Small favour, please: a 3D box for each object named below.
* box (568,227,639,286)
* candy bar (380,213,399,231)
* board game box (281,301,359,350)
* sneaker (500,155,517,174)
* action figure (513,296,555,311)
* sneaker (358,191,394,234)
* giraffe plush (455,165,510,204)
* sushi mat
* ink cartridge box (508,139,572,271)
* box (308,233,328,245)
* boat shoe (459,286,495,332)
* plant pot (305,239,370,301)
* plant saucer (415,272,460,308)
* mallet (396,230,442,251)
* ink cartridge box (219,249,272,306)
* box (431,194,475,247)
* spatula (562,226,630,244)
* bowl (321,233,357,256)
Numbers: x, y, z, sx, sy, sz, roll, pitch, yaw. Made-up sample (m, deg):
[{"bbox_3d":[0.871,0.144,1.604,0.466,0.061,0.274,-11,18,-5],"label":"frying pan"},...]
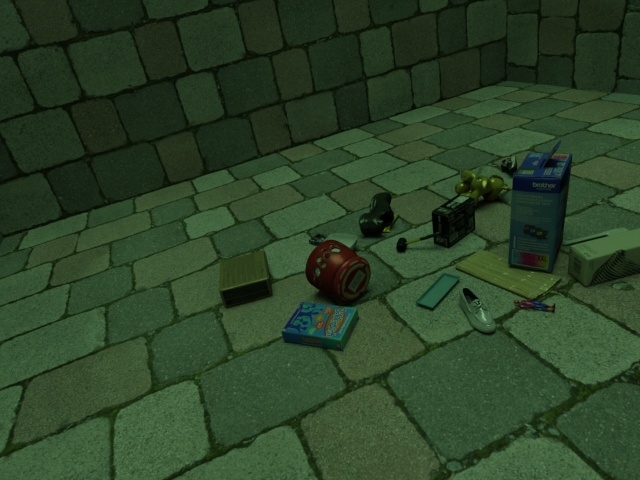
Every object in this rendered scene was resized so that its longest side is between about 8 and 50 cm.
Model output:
[{"bbox_3d":[0.949,0.050,1.444,0.275,0.113,0.094,-15,29,-2],"label":"box"},{"bbox_3d":[0.316,-0.081,2.033,0.040,0.018,0.161,3,32,29],"label":"candy bar"},{"bbox_3d":[0.001,0.276,1.481,0.210,0.047,0.160,3,32,25],"label":"board game box"},{"bbox_3d":[0.946,-0.369,2.268,0.077,0.072,0.178,-12,18,27],"label":"sneaker"},{"bbox_3d":[0.656,0.196,1.386,0.115,0.030,0.038,3,37,30],"label":"action figure"},{"bbox_3d":[0.279,-0.122,2.027,0.130,0.109,0.286,-3,38,33],"label":"sneaker"},{"bbox_3d":[0.735,-0.240,2.018,0.170,0.210,0.181,3,56,-21],"label":"giraffe plush"},{"bbox_3d":[0.639,0.111,1.554,0.151,0.019,0.316,-27,31,-27],"label":"sushi mat"},{"bbox_3d":[0.750,-0.134,1.538,0.151,0.395,0.270,8,30,33],"label":"ink cartridge box"},{"bbox_3d":[0.000,0.000,2.013,0.083,0.018,0.067,17,40,42],"label":"box"},{"bbox_3d":[0.482,0.208,1.392,0.066,0.063,0.184,-11,28,3],"label":"boat shoe"},{"bbox_3d":[0.068,0.110,1.608,0.191,0.191,0.174,-29,35,-28],"label":"plant pot"},{"bbox_3d":[0.403,0.172,1.540,0.067,0.018,0.192,15,40,41],"label":"plant saucer"},{"bbox_3d":[0.392,-0.008,1.801,0.190,0.039,0.062,-21,23,21],"label":"mallet"},{"bbox_3d":[-0.298,0.147,1.794,0.193,0.088,0.234,-13,28,-4],"label":"ink cartridge box"},{"bbox_3d":[0.534,-0.079,1.806,0.180,0.147,0.077,-31,33,-29],"label":"box"},{"bbox_3d":[1.002,0.014,1.589,0.242,0.019,0.168,-15,31,2],"label":"spatula"},{"bbox_3d":[0.077,0.029,1.894,0.142,0.053,0.142,5,33,31],"label":"bowl"}]
